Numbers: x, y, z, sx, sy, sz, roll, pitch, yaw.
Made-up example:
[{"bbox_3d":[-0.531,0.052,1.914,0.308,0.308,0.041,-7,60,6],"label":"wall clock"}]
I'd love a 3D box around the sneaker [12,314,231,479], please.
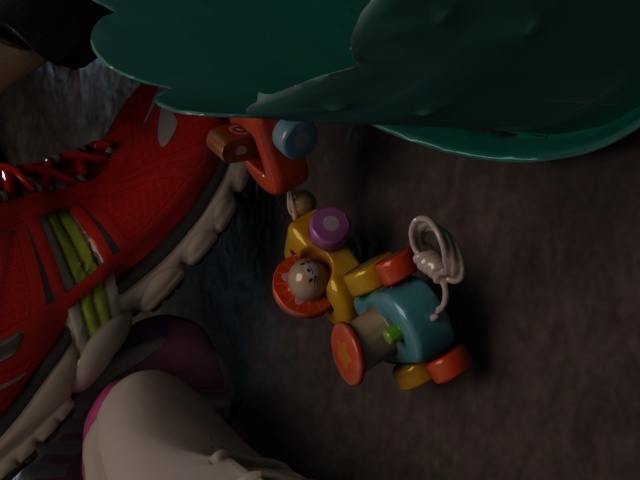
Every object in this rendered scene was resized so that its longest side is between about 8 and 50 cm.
[{"bbox_3d":[-0.132,0.112,0.907,0.236,0.095,0.104,-55,35,33],"label":"sneaker"}]

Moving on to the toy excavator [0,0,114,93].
[{"bbox_3d":[-0.302,-0.281,0.752,0.222,0.433,0.445,-30,55,24],"label":"toy excavator"}]

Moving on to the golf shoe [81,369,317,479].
[{"bbox_3d":[0.004,0.147,0.717,0.140,0.115,0.306,-54,52,20],"label":"golf shoe"}]

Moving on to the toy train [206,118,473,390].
[{"bbox_3d":[0.000,0.000,0.729,0.166,0.046,0.125,44,156,43],"label":"toy train"}]

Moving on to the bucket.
[{"bbox_3d":[0.041,-0.164,0.628,0.281,0.183,0.281,-9,79,53],"label":"bucket"}]

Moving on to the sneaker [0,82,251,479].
[{"bbox_3d":[-0.132,-0.005,0.816,0.107,0.118,0.279,-3,47,55],"label":"sneaker"}]
